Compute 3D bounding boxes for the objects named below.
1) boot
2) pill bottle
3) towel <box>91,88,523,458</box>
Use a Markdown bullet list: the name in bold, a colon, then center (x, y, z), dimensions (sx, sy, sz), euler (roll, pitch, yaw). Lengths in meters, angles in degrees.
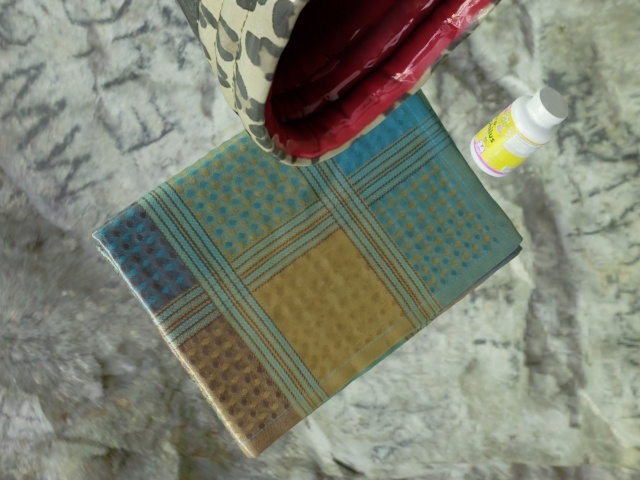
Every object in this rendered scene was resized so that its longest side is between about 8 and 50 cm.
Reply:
- **boot**: center (-0.008, -0.235, 0.358), dimensions (0.138, 0.377, 0.284), euler (-14, -117, -38)
- **pill bottle**: center (0.163, -0.090, 0.778), dimensions (0.043, 0.083, 0.043), euler (16, -125, -25)
- **towel**: center (0.000, 0.000, 0.947), dimensions (0.370, 0.040, 0.271), euler (-36, -85, -20)
